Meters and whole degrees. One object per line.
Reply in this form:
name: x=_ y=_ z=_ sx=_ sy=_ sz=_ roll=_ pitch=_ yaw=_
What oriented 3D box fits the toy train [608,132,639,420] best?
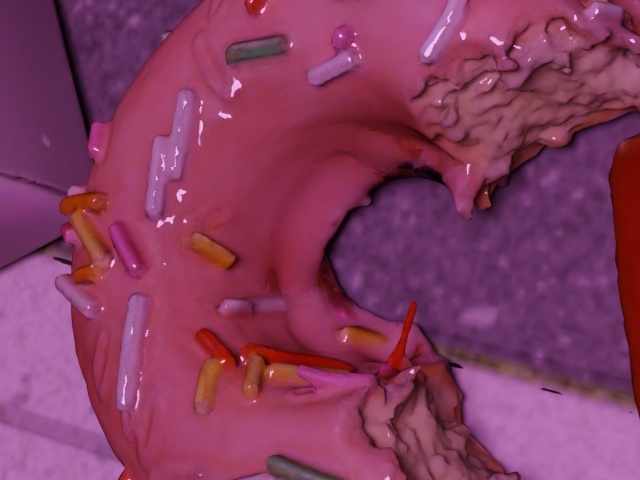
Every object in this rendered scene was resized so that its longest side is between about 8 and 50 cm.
toy train: x=0.210 y=0.009 z=0.314 sx=0.232 sy=0.369 sz=0.163 roll=-19 pitch=76 yaw=48

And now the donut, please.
donut: x=0.000 y=0.000 z=0.592 sx=0.199 sy=0.085 sz=0.233 roll=8 pitch=83 yaw=33

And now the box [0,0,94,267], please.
box: x=-0.227 y=-0.059 z=0.732 sx=0.252 sy=0.106 sz=0.203 roll=-25 pitch=67 yaw=24
